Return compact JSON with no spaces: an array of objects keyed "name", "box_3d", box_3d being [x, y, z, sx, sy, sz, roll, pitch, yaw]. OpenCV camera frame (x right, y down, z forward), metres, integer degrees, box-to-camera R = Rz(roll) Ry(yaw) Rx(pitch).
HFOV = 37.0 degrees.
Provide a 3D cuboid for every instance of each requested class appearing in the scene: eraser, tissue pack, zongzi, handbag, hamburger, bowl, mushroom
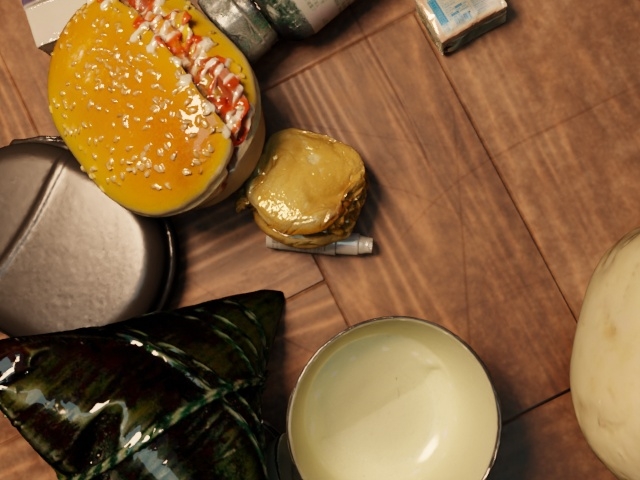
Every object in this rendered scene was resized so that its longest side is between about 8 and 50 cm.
[{"name":"eraser","box_3d":[-0.329,-0.355,1.215,0.125,0.068,0.210,-19,85,2]},{"name":"tissue pack","box_3d":[0.169,-0.280,1.161,0.094,0.059,0.074,-29,82,3]},{"name":"zongzi","box_3d":[-0.135,0.226,0.999,0.362,0.383,0.319,43,96,14]},{"name":"handbag","box_3d":[-0.322,0.008,1.177,0.308,0.093,0.253,28,90,7]},{"name":"hamburger","box_3d":[-0.196,-0.163,1.103,0.227,0.151,0.295,-47,70,7]},{"name":"hamburger","box_3d":[-0.020,-0.060,1.141,0.147,0.083,0.138,19,60,11]},{"name":"bowl","box_3d":[0.075,0.200,1.092,0.238,0.126,0.237,0,88,-7]},{"name":"mushroom","box_3d":[0.447,0.128,1.016,0.336,0.314,0.314,4,86,-14]}]

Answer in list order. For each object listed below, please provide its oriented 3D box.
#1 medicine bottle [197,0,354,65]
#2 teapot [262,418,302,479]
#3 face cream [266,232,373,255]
[{"name":"medicine bottle","box_3d":[-0.006,-0.339,1.142,0.293,0.141,0.141,-40,83,2]},{"name":"teapot","box_3d":[-0.069,0.319,1.112,0.149,0.162,0.239,-31,58,15]},{"name":"face cream","box_3d":[0.000,0.000,1.172,0.130,0.034,0.034,6,87,7]}]
